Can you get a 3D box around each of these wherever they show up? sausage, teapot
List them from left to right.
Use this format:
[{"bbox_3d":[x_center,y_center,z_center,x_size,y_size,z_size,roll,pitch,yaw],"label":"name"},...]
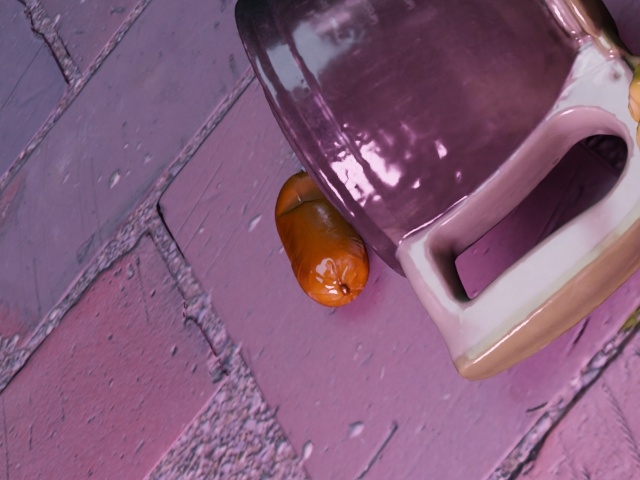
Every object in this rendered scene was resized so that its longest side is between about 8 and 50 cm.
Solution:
[{"bbox_3d":[0.000,0.000,1.466,0.062,0.054,0.183,-21,31,-4],"label":"sausage"},{"bbox_3d":[0.096,-0.104,1.261,0.239,0.239,0.321,-32,30,12],"label":"teapot"}]

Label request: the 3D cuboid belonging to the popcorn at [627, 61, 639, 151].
[{"bbox_3d":[0.290,-0.082,0.956,0.237,0.206,0.251,51,145,26],"label":"popcorn"}]
